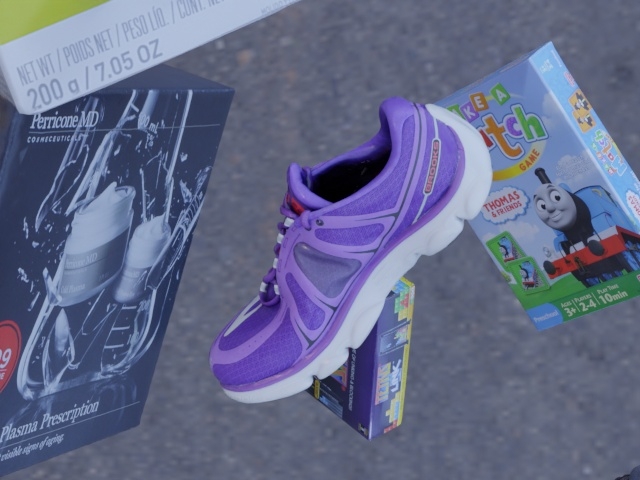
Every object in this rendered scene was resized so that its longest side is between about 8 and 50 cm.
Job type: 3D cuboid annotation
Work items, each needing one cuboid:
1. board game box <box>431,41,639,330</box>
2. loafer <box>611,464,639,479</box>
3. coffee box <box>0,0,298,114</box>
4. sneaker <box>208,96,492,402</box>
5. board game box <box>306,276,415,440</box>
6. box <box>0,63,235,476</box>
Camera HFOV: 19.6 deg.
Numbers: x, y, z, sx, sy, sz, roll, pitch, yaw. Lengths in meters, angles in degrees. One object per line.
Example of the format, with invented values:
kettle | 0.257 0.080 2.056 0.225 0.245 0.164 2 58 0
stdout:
board game box | 0.182 -0.039 1.498 0.039 0.160 0.211 -38 97 -39
loafer | 0.244 0.310 1.488 0.109 0.095 0.302 52 31 -27
coffee box | -0.123 -0.324 1.026 0.338 0.338 0.334 -26 123 -17
sneaker | 0.000 0.000 0.829 0.071 0.170 0.068 30 22 -27
board game box | 0.022 0.087 1.789 0.048 0.141 0.170 -22 131 -33
box | -0.250 0.002 1.435 0.343 0.179 0.312 -13 121 -67
